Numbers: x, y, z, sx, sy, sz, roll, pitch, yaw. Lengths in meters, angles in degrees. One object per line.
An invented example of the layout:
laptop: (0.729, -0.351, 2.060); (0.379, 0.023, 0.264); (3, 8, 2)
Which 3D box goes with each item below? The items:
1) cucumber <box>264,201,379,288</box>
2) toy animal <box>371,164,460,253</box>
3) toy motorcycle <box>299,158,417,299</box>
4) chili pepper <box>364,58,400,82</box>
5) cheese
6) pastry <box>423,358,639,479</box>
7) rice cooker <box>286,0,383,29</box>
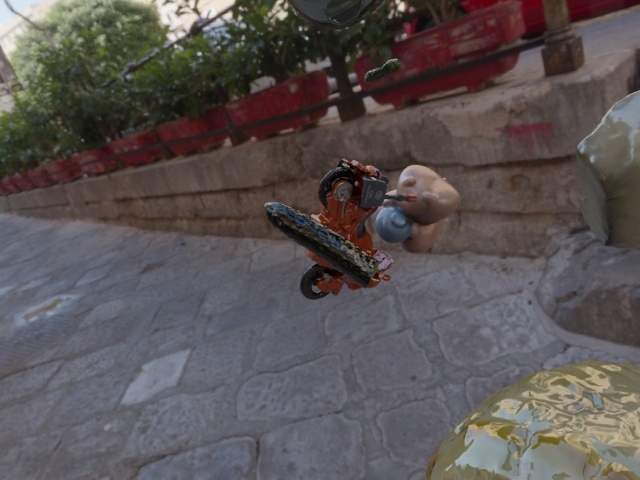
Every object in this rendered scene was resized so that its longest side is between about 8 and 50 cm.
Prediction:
cucumber: (0.000, 0.000, 0.799); (0.052, 0.215, 0.058); (-56, 3, -4)
toy animal: (0.263, -0.093, 1.367); (0.221, 0.210, 0.230); (-51, -20, 19)
toy motorcycle: (0.075, -0.015, 1.087); (0.221, 0.325, 0.148); (-1, 25, -30)
chili pepper: (0.137, -0.378, 1.104); (0.091, 0.030, 0.034); (-25, 28, 1)
cheese: (0.529, -0.108, 0.739); (0.327, 0.318, 0.115); (0, 46, -16)
pastry: (0.254, 0.296, 0.430); (0.389, 0.388, 0.312); (-27, -11, -20)
rice cooker: (0.008, -0.573, 0.966); (0.264, 0.316, 0.316); (-24, 16, 21)
